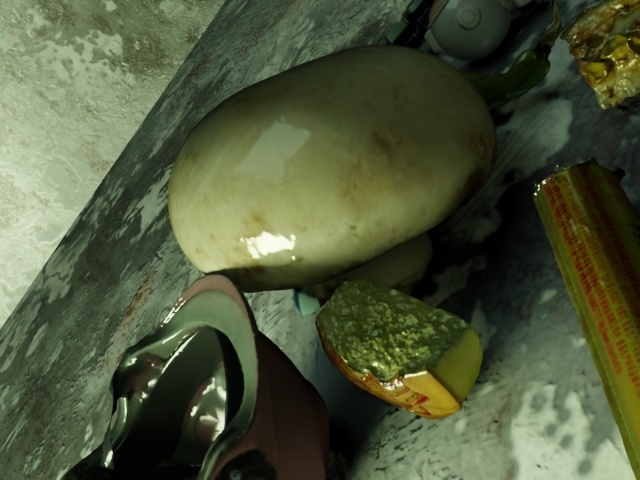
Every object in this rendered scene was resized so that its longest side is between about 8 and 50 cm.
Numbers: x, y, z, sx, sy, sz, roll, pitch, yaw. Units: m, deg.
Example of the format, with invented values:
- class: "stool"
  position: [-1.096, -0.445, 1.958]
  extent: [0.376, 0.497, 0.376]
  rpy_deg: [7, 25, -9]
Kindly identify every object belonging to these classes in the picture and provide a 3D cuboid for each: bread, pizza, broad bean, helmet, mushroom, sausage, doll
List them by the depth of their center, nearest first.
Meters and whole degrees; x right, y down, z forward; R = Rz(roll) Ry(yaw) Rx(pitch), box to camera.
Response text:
- class: "sausage"
  position: [0.224, 0.077, 0.509]
  extent: [0.082, 0.082, 0.371]
  rpy_deg: [-39, 31, 29]
- class: "bread"
  position: [0.074, 0.106, 0.669]
  extent: [0.156, 0.125, 0.086]
  rpy_deg: [18, 64, 39]
- class: "pizza"
  position: [0.300, -0.194, 0.723]
  extent: [0.182, 0.062, 0.161]
  rpy_deg: [1, 60, 58]
- class: "helmet"
  position: [-0.099, 0.222, 0.724]
  extent: [0.271, 0.197, 0.338]
  rpy_deg: [20, 80, 58]
- class: "mushroom"
  position: [0.020, -0.047, 0.817]
  extent: [0.362, 0.294, 0.362]
  rpy_deg: [-22, 12, 5]
- class: "broad bean"
  position: [0.177, -0.187, 0.908]
  extent: [0.318, 0.056, 0.098]
  rpy_deg: [-24, 53, 56]
- class: "doll"
  position: [0.242, -0.345, 0.930]
  extent: [0.287, 0.151, 0.151]
  rpy_deg: [-50, 26, 24]

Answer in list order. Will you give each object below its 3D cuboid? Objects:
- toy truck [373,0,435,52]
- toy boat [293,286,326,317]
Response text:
- class: "toy truck"
  position: [0.124, -0.297, 1.128]
  extent: [0.169, 0.077, 0.100]
  rpy_deg: [-48, 13, 19]
- class: "toy boat"
  position: [0.000, 0.000, 0.992]
  extent: [0.046, 0.080, 0.228]
  rpy_deg: [-3, 43, 15]
